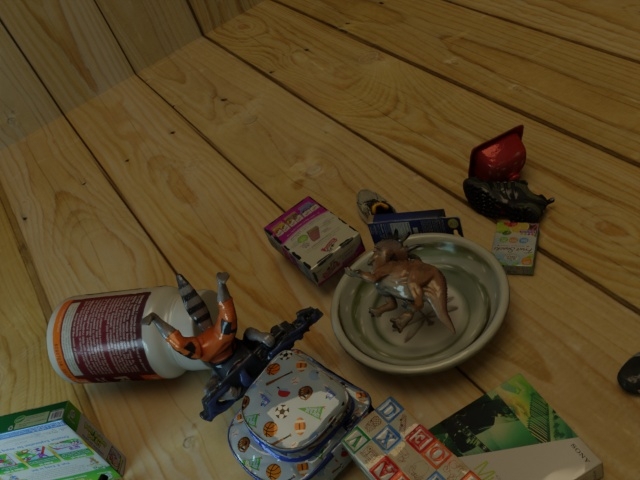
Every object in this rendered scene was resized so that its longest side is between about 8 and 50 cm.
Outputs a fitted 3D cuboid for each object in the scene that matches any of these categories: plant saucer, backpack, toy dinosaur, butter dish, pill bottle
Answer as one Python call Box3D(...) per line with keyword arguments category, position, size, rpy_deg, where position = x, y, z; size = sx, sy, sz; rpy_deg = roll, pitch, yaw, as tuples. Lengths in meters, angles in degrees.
Box3D(category="plant saucer", position=(0.225, 0.154, 1.504), size=(0.400, 0.100, 0.400), rpy_deg=(-12, 43, 11))
Box3D(category="backpack", position=(-0.045, 0.372, 1.328), size=(0.276, 0.213, 0.263), rpy_deg=(26, 71, 37))
Box3D(category="toy dinosaur", position=(0.191, 0.077, 1.440), size=(0.295, 0.127, 0.200), rpy_deg=(26, 53, 34))
Box3D(category="butter dish", position=(0.481, -0.200, 1.750), size=(0.160, 0.160, 0.118), rpy_deg=(-26, 65, -4))
Box3D(category="pill bottle", position=(-0.438, 0.229, 1.625), size=(0.392, 0.224, 0.224), rpy_deg=(-7, 44, 18))

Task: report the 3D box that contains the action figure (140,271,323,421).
Box3D(category="action figure", position=(-0.178, 0.204, 1.464), size=(0.341, 0.330, 0.178), rpy_deg=(-36, 33, -12))

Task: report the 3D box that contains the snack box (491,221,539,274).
Box3D(category="snack box", position=(0.463, 0.017, 1.589), size=(0.100, 0.037, 0.141), rpy_deg=(1, 47, 26))

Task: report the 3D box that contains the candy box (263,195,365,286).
Box3D(category="candy box", position=(-0.018, -0.003, 1.718), size=(0.159, 0.071, 0.233), rpy_deg=(-36, 43, -14))

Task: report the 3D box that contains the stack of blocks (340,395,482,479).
Box3D(category="stack of blocks", position=(0.165, 0.435, 1.163), size=(0.171, 0.087, 0.297), rpy_deg=(-37, 43, -15))

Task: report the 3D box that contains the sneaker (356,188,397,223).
Box3D(category="sneaker", position=(0.161, -0.080, 1.783), size=(0.088, 0.093, 0.225), rpy_deg=(-29, 41, -8))

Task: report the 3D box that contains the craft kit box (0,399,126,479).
Box3D(category="craft kit box", position=(-0.592, 0.455, 1.439), size=(0.250, 0.246, 0.061), rpy_deg=(-14, 39, 9))

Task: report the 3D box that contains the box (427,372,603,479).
Box3D(category="box", position=(0.311, 0.414, 1.225), size=(0.322, 0.058, 0.232), rpy_deg=(-29, 42, -8))

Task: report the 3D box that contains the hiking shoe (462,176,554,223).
Box3D(category="hiking shoe", position=(0.474, -0.113, 1.701), size=(0.227, 0.086, 0.114), rpy_deg=(31, 54, 33))

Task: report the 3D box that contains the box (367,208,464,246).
Box3D(category="box", position=(0.241, -0.013, 1.645), size=(0.225, 0.136, 0.036), rpy_deg=(-3, 45, 20))

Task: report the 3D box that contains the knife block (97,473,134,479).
Box3D(category="knife block", position=(-0.471, 0.611, 1.341), size=(0.275, 0.088, 0.242), rpy_deg=(-31, 41, -9))

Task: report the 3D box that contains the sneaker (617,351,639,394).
Box3D(category="sneaker", position=(0.660, 0.193, 1.246), size=(0.228, 0.132, 0.086), rpy_deg=(-25, 41, -3))
